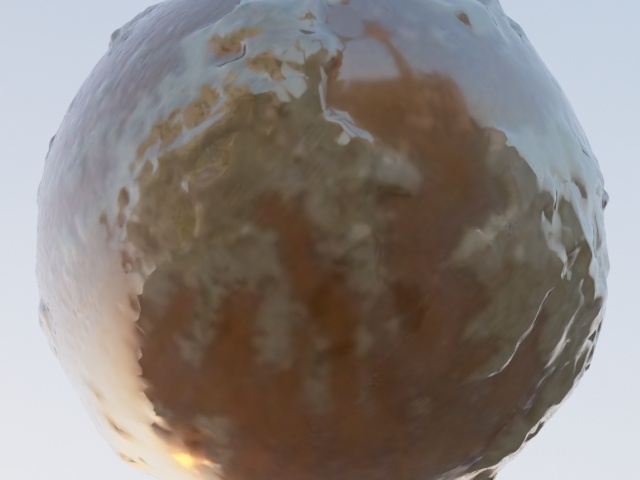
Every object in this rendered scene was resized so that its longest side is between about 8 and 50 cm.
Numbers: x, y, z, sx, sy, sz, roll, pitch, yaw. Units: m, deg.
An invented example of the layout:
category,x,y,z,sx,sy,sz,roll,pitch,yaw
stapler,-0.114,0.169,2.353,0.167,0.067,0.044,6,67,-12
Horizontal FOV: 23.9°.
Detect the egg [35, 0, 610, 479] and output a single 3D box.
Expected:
category,x,y,z,sx,sy,sz,roll,pitch,yaw
egg,0.000,0.000,0.500,0.195,0.195,0.233,-26,-11,3
